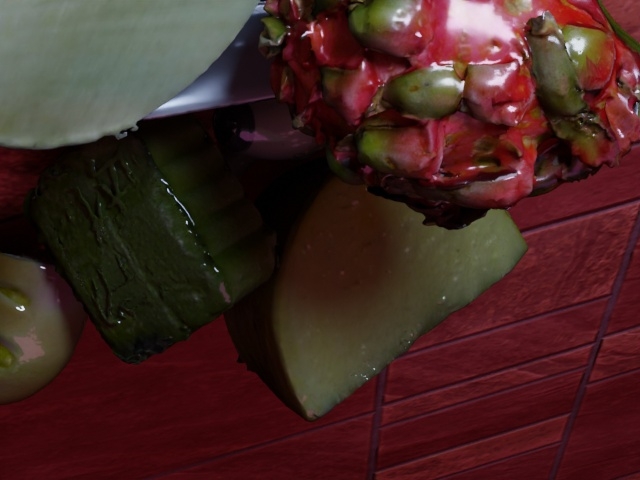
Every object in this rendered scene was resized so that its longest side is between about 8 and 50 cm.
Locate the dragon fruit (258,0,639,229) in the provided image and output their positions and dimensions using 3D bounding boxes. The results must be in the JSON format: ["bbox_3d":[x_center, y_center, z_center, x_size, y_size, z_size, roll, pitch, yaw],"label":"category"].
[{"bbox_3d":[0.103,-0.143,1.360,0.303,0.237,0.231,29,138,2],"label":"dragon fruit"}]

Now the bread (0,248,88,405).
[{"bbox_3d":[-0.339,0.087,1.804,0.158,0.156,0.261,6,141,-43],"label":"bread"}]

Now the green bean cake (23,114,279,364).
[{"bbox_3d":[-0.163,-0.008,1.677,0.200,0.214,0.113,-31,180,41],"label":"green bean cake"}]

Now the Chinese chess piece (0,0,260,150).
[{"bbox_3d":[-0.187,-0.233,1.280,0.349,0.146,0.349,-29,145,-23],"label":"Chinese chess piece"}]

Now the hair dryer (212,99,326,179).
[{"bbox_3d":[-0.021,-0.104,1.786,0.219,0.088,0.225,-14,164,-20],"label":"hair dryer"}]

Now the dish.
[{"bbox_3d":[-0.073,-0.183,1.546,0.243,0.182,0.080,-11,114,-17],"label":"dish"}]

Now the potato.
[{"bbox_3d":[0.000,0.000,1.842,0.330,0.212,0.280,-35,-158,-27],"label":"potato"}]
